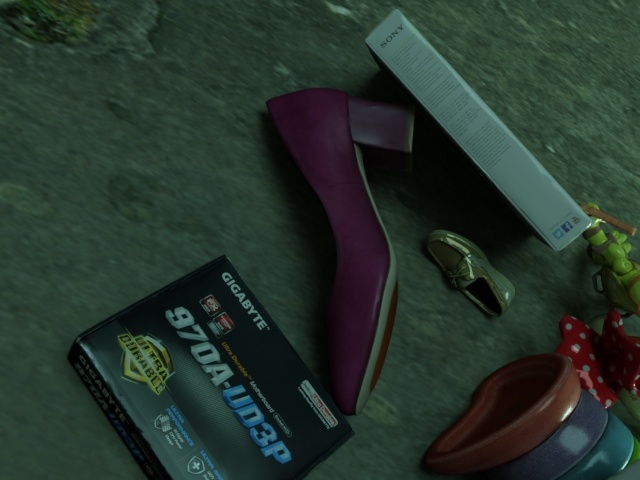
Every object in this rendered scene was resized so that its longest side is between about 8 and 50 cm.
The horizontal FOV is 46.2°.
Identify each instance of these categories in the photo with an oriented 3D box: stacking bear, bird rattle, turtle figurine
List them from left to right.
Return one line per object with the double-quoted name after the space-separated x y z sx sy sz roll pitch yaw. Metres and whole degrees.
0.279 0.277 0.778 0.289 0.164 0.175 52 52 0 "stacking bear"
0.371 0.172 0.907 0.253 0.143 0.207 39 22 -6 "bird rattle"
0.400 0.062 0.945 0.269 0.087 0.217 46 12 6 "turtle figurine"

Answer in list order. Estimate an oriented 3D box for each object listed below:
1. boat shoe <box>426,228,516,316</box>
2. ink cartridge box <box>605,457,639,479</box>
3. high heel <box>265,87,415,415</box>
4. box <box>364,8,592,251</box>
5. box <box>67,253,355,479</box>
0.182 0.041 0.917 0.135 0.050 0.045 38 46 -5 "boat shoe"
0.352 0.333 0.600 0.122 0.211 0.289 -32 112 -6 "ink cartridge box"
0.000 0.000 0.833 0.181 0.127 0.377 5 62 9 "high heel"
0.188 -0.131 0.931 0.322 0.058 0.232 49 10 3 "box"
-0.098 0.144 0.699 0.175 0.051 0.220 -30 80 -38 "box"
